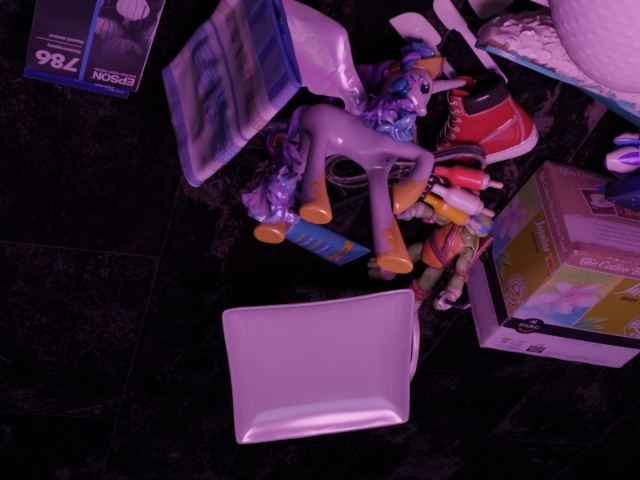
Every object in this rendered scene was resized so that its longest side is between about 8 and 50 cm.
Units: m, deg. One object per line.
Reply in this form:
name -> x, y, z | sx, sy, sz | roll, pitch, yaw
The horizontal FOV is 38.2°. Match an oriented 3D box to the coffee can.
coffee can -> 0.039, 0.193, 1.866 | 0.276, 0.201, 0.201 | 3, 141, -12

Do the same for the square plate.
square plate -> 0.000, 0.232, 1.730 | 0.344, 0.049, 0.347 | -6, 126, -6

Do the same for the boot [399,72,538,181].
boot -> 0.208, -0.181, 1.503 | 0.244, 0.088, 0.176 | -24, 136, 25

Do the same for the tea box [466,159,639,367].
tea box -> 0.498, 0.054, 1.738 | 0.329, 0.219, 0.323 | 10, 139, -20

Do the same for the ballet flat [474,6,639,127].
ballet flat -> 0.401, -0.281, 1.384 | 0.409, 0.146, 0.147 | 16, 137, -33

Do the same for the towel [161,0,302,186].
towel -> -0.131, -0.223, 1.267 | 0.034, 0.209, 0.285 | 1, 155, -38

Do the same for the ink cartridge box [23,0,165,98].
ink cartridge box -> -0.312, -0.310, 1.280 | 0.166, 0.065, 0.332 | 8, 141, -19

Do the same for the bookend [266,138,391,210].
bookend -> 0.016, -0.130, 1.551 | 0.157, 0.072, 0.156 | -20, 140, 16

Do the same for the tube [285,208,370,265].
tube -> 0.000, 0.000, 1.743 | 0.080, 0.052, 0.207 | -22, 147, 36

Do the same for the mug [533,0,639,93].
mug -> 0.366, -0.359, 1.126 | 0.374, 0.276, 0.328 | 20, 154, 16

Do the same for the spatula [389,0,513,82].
spatula -> 0.238, -0.300, 1.407 | 0.168, 0.019, 0.242 | -28, 137, 24

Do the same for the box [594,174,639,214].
box -> 0.562, -0.069, 1.487 | 0.137, 0.036, 0.225 | 21, 166, -20

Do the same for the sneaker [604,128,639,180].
sneaker -> 0.591, -0.126, 1.486 | 0.236, 0.130, 0.323 | -8, -173, -4

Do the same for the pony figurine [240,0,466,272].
pony figurine -> 0.018, -0.161, 1.336 | 0.351, 0.363, 0.302 | 13, 149, 4

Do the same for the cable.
cable -> 0.151, -0.104, 1.477 | 0.287, 0.072, 0.139 | 12, 132, -10

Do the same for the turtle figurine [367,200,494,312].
turtle figurine -> 0.175, 0.035, 1.695 | 0.198, 0.274, 0.266 | 42, 134, -3
